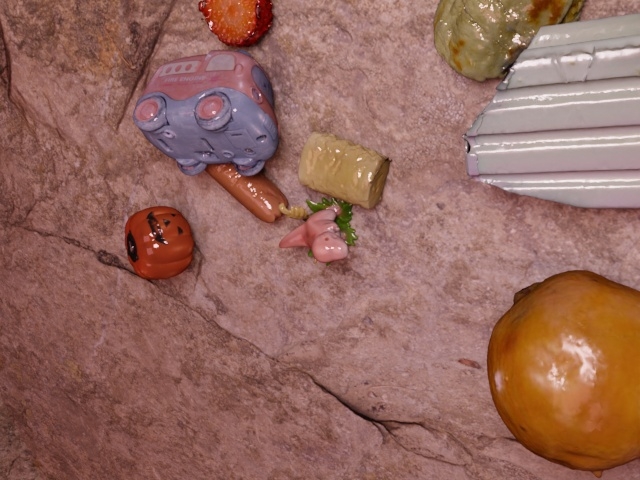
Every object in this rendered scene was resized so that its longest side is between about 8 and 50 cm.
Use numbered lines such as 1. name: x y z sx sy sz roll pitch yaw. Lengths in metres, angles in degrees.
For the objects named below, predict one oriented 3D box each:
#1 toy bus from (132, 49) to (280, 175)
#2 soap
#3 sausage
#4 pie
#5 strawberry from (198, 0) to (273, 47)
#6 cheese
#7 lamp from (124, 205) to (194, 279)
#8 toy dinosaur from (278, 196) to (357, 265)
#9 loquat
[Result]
1. toy bus: -0.219 -0.276 1.200 0.294 0.232 0.197 1 156 21
2. soap: 0.440 -0.185 0.860 0.446 0.156 0.261 -1 128 25
3. sausage: -0.190 -0.150 1.327 0.289 0.086 0.086 41 127 7
4. pie: 0.295 -0.362 0.937 0.201 0.090 0.248 42 130 2
5. strawberry: -0.159 -0.451 1.162 0.145 0.086 0.145 13 120 23
6. cheese: 0.045 -0.140 1.188 0.167 0.094 0.123 23 124 20
7. lamp: -0.396 0.005 1.481 0.187 0.164 0.188 20 115 48
8. toy dinosaur: -0.001 0.006 1.235 0.194 0.177 0.152 12 117 28
9. loquat: 0.437 0.215 0.992 0.328 0.328 0.328 13 119 25
